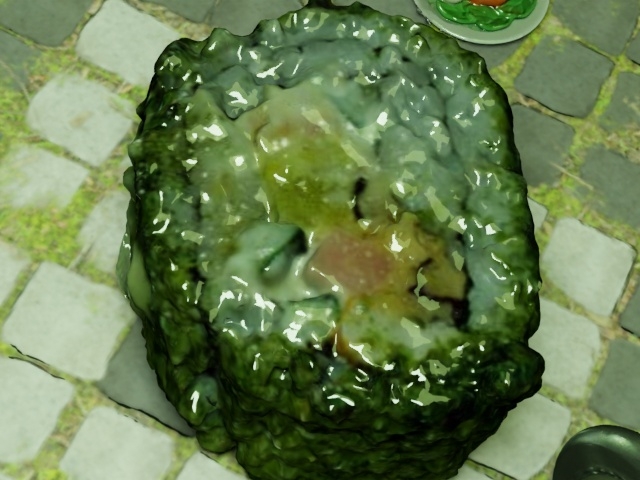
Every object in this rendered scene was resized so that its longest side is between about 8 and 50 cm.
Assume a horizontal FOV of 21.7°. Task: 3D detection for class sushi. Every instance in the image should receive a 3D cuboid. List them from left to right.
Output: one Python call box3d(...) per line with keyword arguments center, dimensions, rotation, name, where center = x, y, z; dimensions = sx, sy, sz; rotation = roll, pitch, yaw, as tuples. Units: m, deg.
box3d(center=(0.000, 0.000, 1.222), dimensions=(0.294, 0.178, 0.351), rotation=(-2, 60, -10), name="sushi")

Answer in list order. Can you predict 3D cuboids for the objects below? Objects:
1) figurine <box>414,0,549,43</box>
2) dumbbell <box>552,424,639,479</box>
box3d(center=(0.147, -0.255, 1.405), dimensions=(0.132, 0.153, 0.132), rotation=(4, 60, -8), name="figurine")
box3d(center=(0.281, 0.184, 1.164), dimensions=(0.290, 0.192, 0.192), rotation=(-26, 69, -22), name="dumbbell")
